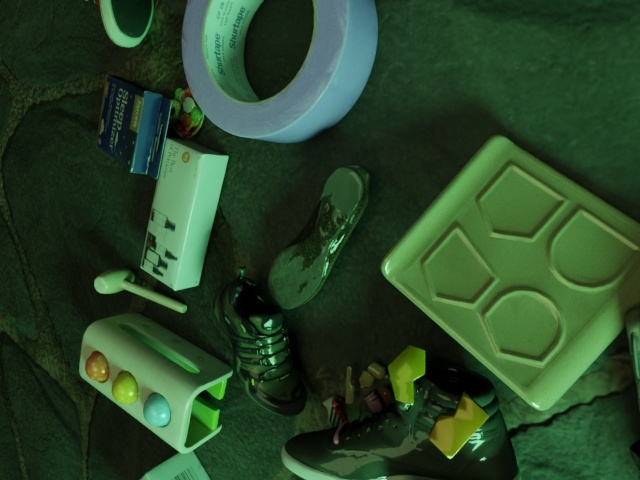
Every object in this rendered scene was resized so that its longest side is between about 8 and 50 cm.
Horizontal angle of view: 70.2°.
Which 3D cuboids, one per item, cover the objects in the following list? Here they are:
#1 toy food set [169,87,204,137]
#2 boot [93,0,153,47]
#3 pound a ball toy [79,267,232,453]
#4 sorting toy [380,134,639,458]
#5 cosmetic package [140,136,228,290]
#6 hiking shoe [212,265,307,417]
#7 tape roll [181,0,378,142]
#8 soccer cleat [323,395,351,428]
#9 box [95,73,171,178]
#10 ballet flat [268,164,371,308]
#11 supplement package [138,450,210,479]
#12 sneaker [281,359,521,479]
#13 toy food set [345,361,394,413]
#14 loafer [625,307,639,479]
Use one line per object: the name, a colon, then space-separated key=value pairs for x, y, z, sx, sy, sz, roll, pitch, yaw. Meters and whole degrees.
toy food set: x=-0.230 y=-0.218 z=0.774 sx=0.082 sy=0.020 sz=0.083 roll=-38 pitch=76 yaw=28
boot: x=-0.392 y=-0.435 z=0.813 sx=0.176 sy=0.088 sz=0.244 roll=-14 pitch=80 yaw=32
pound a ball toy: x=-0.314 y=0.199 z=0.805 sx=0.319 sy=0.136 sz=0.208 roll=21 pitch=106 yaw=27
sorting toy: x=0.184 y=0.063 z=0.497 sx=0.229 sy=0.041 sz=0.307 roll=42 pitch=93 yaw=18
cosmetic package: x=-0.236 y=-0.044 z=0.774 sx=0.099 sy=0.060 sz=0.239 roll=24 pitch=107 yaw=26
hiking shoe: x=-0.087 y=0.153 z=0.675 sx=0.227 sy=0.086 sz=0.114 roll=56 pitch=144 yaw=14
tape roll: x=-0.063 y=-0.277 z=0.629 sx=0.275 sy=0.090 sz=0.274 roll=4 pitch=98 yaw=30
soccer cleat: x=0.028 y=0.272 z=0.672 sx=0.035 sy=0.029 sz=0.083 roll=-27 pitch=78 yaw=39
box: x=-0.334 y=-0.204 z=0.798 sx=0.225 sy=0.036 sz=0.136 roll=30 pitch=110 yaw=40
ballet flat: x=0.000 y=0.000 z=0.647 sx=0.084 sy=0.058 sz=0.250 roll=38 pitch=118 yaw=17
supplement package: x=-0.296 y=0.489 z=0.844 sx=0.105 sy=0.105 sz=0.179 roll=51 pitch=118 yaw=16
sneaker: x=0.086 y=0.223 z=0.571 sx=0.296 sy=0.104 sz=0.147 roll=-5 pitch=95 yaw=17
toy food set: x=0.096 y=0.208 z=0.629 sx=0.122 sy=0.019 sz=0.078 roll=5 pitch=98 yaw=23
loafer: x=0.343 y=0.188 z=0.439 sx=0.084 sy=0.096 sz=0.267 roll=7 pitch=106 yaw=49
